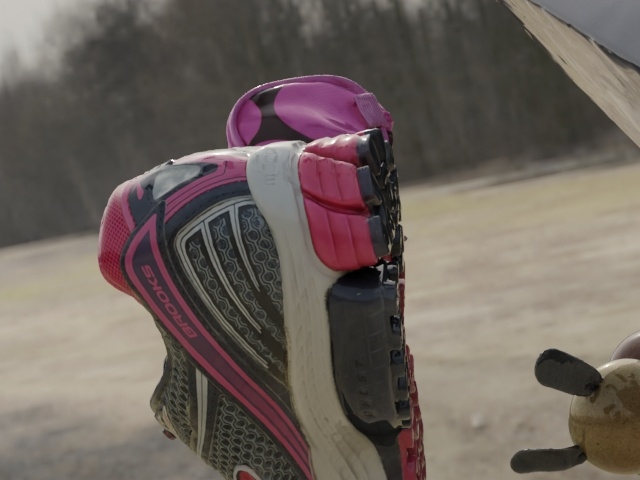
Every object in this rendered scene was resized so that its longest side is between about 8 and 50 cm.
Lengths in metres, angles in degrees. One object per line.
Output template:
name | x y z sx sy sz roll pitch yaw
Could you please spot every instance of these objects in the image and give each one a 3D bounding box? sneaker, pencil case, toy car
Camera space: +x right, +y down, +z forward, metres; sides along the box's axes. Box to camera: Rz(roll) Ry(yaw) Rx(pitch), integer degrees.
sneaker | -0.013 0.077 0.752 0.112 0.299 0.121 -4 39 6
pencil case | 0.000 0.000 0.991 0.098 0.095 0.209 -12 -36 -8
toy car | 0.226 0.124 1.329 0.188 0.155 0.149 -2 22 -27

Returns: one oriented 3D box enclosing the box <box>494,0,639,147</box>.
box | 0.269 -0.091 0.945 0.179 0.312 0.343 -46 23 5
